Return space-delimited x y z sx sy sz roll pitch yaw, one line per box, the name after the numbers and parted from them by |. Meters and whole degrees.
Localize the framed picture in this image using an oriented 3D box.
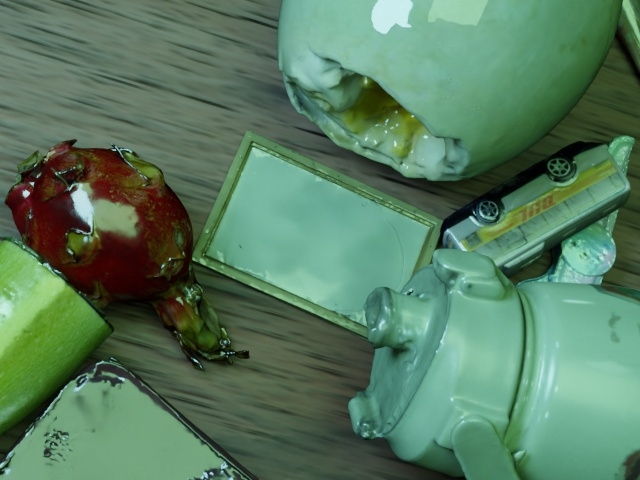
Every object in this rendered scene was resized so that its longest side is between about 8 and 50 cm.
0.000 0.000 1.294 0.201 0.010 0.136 24 69 -6 | framed picture

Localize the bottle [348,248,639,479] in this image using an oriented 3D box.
0.188 0.135 1.177 0.352 0.229 0.229 13 70 -15 | bottle

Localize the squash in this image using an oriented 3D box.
-0.264 0.095 1.131 0.123 0.123 0.186 42 68 1 | squash

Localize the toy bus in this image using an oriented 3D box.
0.196 -0.024 1.309 0.172 0.057 0.072 -30 70 -8 | toy bus

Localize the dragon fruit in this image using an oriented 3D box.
-0.151 0.017 1.203 0.246 0.125 0.125 52 52 -13 | dragon fruit

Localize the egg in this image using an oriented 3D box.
0.126 -0.220 1.250 0.278 0.278 0.336 36 74 -2 | egg

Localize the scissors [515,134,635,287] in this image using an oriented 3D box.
0.243 0.014 1.344 0.125 0.030 0.256 24 71 -6 | scissors

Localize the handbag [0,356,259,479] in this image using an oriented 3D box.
-0.170 0.230 1.141 0.203 0.074 0.216 38 69 -1 | handbag

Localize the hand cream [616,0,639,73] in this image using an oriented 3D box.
0.309 -0.229 1.437 0.067 0.043 0.209 -31 88 -22 | hand cream
